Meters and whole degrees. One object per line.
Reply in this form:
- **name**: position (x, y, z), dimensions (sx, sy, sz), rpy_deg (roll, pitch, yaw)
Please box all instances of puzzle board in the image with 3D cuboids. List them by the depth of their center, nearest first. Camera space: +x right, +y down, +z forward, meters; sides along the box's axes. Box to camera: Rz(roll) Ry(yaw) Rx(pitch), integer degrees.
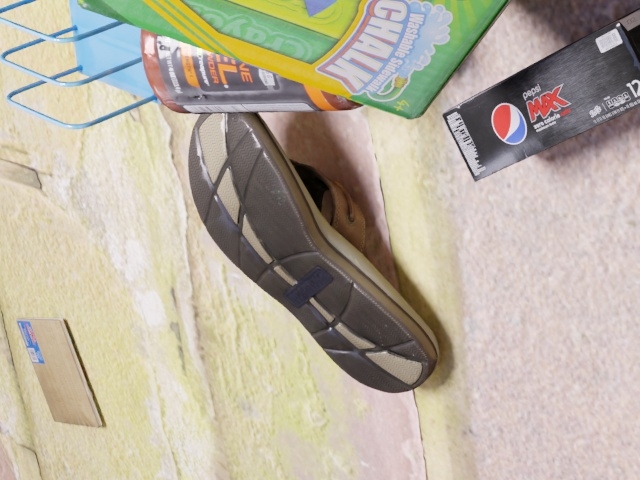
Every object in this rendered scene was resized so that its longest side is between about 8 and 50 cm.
- **puzzle board**: position (-0.286, 0.143, 1.634), dimensions (0.096, 0.011, 0.128), rpy_deg (-2, 110, 50)

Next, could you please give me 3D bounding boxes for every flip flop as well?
- **flip flop**: position (0.000, 0.000, 1.181), dimensions (0.277, 0.080, 0.112), rpy_deg (47, 138, -7)

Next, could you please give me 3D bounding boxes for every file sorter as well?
- **file sorter**: position (-0.212, -0.195, 1.269), dimensions (0.118, 0.104, 0.170), rpy_deg (24, 129, 39)

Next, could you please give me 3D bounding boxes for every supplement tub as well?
- **supplement tub**: position (-0.023, -0.144, 1.066), dimensions (0.198, 0.106, 0.106), rpy_deg (1, 114, 27)

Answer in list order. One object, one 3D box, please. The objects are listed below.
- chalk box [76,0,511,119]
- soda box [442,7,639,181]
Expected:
- **chalk box**: position (0.028, -0.206, 0.885), dimensions (0.289, 0.179, 0.180), rpy_deg (17, 142, -14)
- **soda box**: position (0.157, -0.095, 0.950), dimensions (0.169, 0.060, 0.053), rpy_deg (-24, 95, 51)
